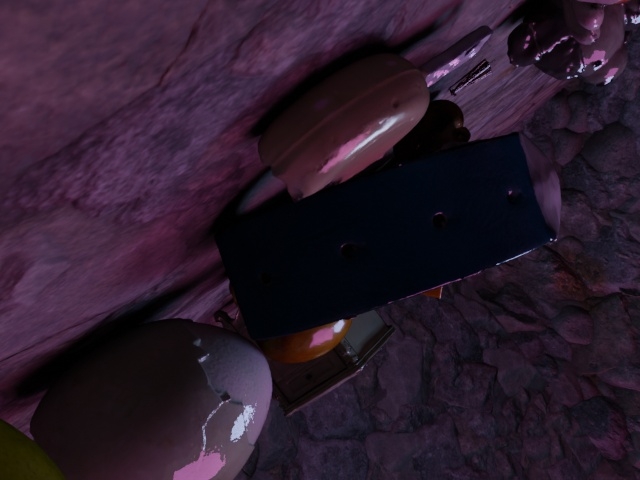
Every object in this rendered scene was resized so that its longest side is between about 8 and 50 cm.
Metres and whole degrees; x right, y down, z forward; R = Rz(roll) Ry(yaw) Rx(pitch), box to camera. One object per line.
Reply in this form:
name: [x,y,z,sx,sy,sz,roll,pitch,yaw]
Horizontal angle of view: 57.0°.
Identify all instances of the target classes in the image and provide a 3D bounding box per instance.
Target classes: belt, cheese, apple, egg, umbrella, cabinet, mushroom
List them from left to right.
egg: [-0.224,0.252,0.865,0.336,0.278,0.278,-31,172,-25]
apple: [-0.029,0.118,0.938,0.147,0.146,0.163,-11,136,-29]
cabinet: [-0.042,0.211,1.480,0.290,0.318,0.227,-40,175,33]
cheese: [0.061,-0.131,0.540,0.249,0.070,0.163,-37,176,6]
belt: [0.094,-0.009,0.754,0.437,0.173,0.300,-22,-178,-14]
mushroom: [0.162,-0.159,0.881,0.126,0.084,0.109,-17,173,-46]
umbrella: [0.233,-0.250,0.903,0.083,0.020,0.031,-33,175,10]

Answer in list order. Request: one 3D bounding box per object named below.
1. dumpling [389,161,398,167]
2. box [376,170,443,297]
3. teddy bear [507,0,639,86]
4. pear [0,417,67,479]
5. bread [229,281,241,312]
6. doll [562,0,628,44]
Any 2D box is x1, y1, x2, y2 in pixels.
dumpling: [0.185,-0.104,1.231,0.108,0.127,0.188,-45,-177,-15]
box: [0.150,-0.022,1.052,0.274,0.174,0.076,-62,158,-52]
teddy bear: [0.372,-0.293,0.793,0.251,0.144,0.171,-35,-171,17]
pear: [-0.326,0.258,0.435,0.287,0.287,0.375,-34,-170,-26]
bread: [-0.062,0.047,1.070,0.236,0.106,0.140,-37,176,2]
doll: [0.307,-0.293,0.610,0.149,0.095,0.192,-44,172,8]
